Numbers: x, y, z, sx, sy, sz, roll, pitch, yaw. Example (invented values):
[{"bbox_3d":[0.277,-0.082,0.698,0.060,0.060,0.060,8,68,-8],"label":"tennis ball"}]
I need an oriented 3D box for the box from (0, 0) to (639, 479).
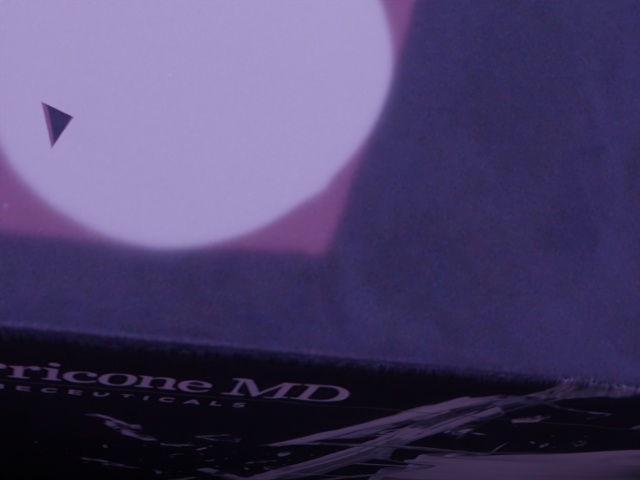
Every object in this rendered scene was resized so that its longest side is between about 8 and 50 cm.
[{"bbox_3d":[0.000,0.000,0.613,0.479,0.472,0.298,7,66,-16],"label":"box"}]
